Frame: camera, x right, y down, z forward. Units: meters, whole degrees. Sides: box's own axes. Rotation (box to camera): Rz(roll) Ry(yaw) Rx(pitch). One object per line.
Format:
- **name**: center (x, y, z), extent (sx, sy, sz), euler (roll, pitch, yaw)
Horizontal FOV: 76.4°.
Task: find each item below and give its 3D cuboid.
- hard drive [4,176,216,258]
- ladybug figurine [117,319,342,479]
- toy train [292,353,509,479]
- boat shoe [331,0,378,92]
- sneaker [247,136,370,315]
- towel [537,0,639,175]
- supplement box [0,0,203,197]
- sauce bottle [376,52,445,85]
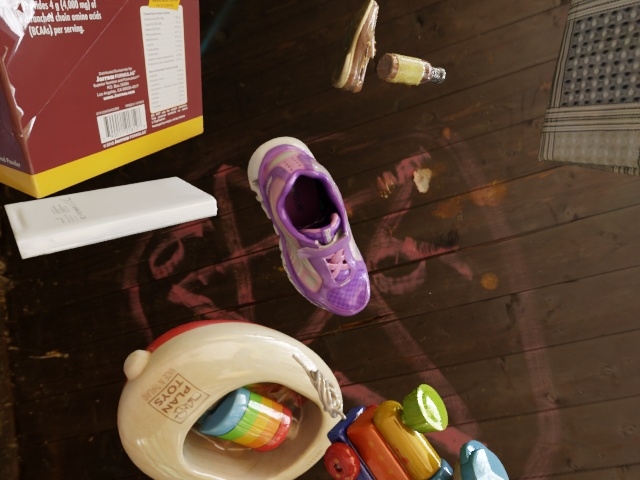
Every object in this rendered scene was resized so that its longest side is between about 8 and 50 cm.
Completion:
- **hard drive**: center (-0.378, -0.056, 0.745), extent (0.203, 0.308, 0.040), euler (27, -55, 45)
- **ladybug figurine**: center (-0.143, 0.275, 0.702), extent (0.305, 0.449, 0.162), euler (-44, -141, -5)
- **toy train**: center (0.074, 0.202, 0.453), extent (0.143, 0.105, 0.248), euler (-46, -106, 32)
- **boat shoe**: center (0.078, -0.380, 0.804), extent (0.060, 0.064, 0.177), euler (16, -84, -25)
- **sneaker**: center (0.000, 0.000, 0.461), extent (0.095, 0.104, 0.236), euler (-31, -65, -12)
- **towel**: center (0.437, -0.235, 0.511), extent (0.056, 0.324, 0.311), euler (1, -74, -23)
- **supplement box**: center (-0.211, -0.172, 0.331), extent (0.129, 0.191, 0.193), euler (21, -54, 17)
- **sauce bottle**: center (0.149, -0.270, 0.652), extent (0.042, 0.128, 0.042), euler (13, -74, 56)
